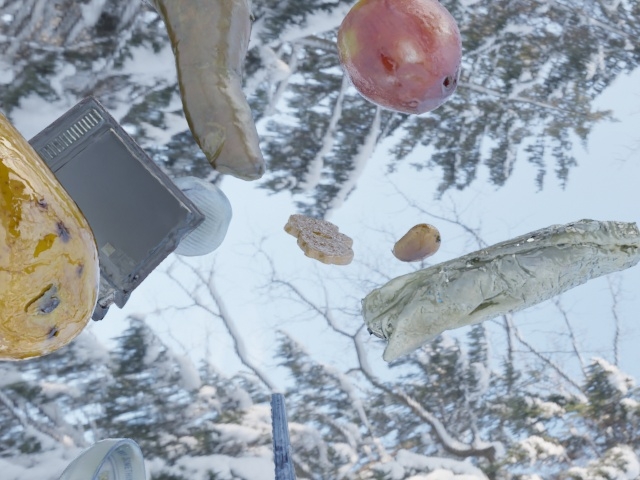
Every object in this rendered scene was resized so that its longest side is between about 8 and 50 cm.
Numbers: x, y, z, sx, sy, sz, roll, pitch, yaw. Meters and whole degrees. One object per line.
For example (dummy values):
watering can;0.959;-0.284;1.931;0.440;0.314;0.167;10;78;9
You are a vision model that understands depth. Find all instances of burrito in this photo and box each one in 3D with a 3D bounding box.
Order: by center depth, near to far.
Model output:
burrito;0.137;0.027;0.534;0.063;0.229;0.058;137;-67;-74

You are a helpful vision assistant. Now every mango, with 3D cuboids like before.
mango;-0.306;-0.030;0.627;0.290;0.159;0.191;59;-16;5
mango;0.214;0.008;1.597;0.127;0.063;0.077;-32;-93;35

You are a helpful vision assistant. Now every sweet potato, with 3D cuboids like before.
sweet potato;-0.116;-0.180;0.500;0.108;0.079;0.346;-39;-110;-7

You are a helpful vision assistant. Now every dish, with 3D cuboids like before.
dish;-0.362;0.419;1.035;0.133;0.273;0.273;5;-83;8

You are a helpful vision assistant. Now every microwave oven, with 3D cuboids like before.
microwave oven;-0.324;-0.039;1.018;0.247;0.178;0.188;49;-34;-12

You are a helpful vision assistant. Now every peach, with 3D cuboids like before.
peach;0.168;-0.377;1.453;0.238;0.281;0.281;-44;-119;11

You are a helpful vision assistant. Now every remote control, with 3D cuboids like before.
remote control;-0.042;0.256;0.834;0.027;0.043;0.153;-11;-122;4

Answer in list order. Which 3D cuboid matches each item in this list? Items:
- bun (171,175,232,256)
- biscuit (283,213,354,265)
bun;-0.219;-0.044;1.204;0.083;0.140;0.141;-113;-140;-61
biscuit;0.003;0.001;1.292;0.184;0.133;0.027;47;-59;52
